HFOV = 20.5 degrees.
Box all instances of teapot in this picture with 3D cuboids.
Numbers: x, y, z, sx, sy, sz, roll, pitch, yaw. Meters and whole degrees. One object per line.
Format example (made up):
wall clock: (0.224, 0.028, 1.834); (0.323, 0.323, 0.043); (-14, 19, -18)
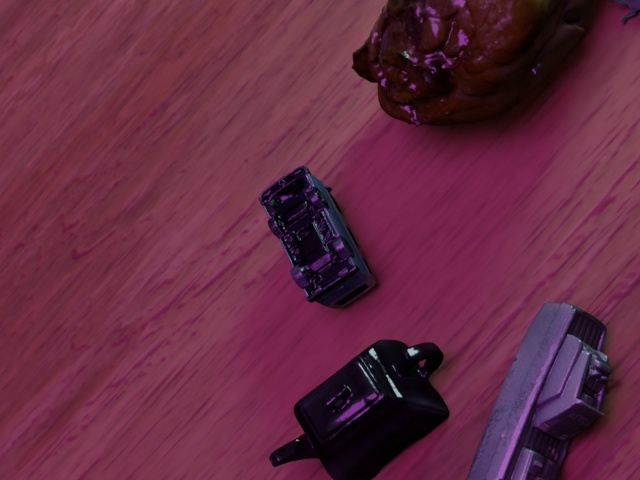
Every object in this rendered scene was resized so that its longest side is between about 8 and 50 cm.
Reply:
teapot: (0.031, 0.145, 1.547); (0.177, 0.096, 0.087); (-39, 60, 12)

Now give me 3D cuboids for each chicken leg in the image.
chicken leg: (0.211, -0.265, 1.562); (0.152, 0.201, 0.429); (44, 91, 3)

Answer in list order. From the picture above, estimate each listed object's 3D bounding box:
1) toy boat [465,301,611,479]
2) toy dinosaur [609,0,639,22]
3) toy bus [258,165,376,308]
toy boat: (0.175, 0.179, 1.468); (0.085, 0.078, 0.261); (14, 79, 46)
toy dinosaur: (0.297, -0.216, 1.567); (0.083, 0.021, 0.062); (-11, 56, 27)
toy bus: (0.000, 0.000, 1.624); (0.060, 0.075, 0.123); (-34, 60, 14)
